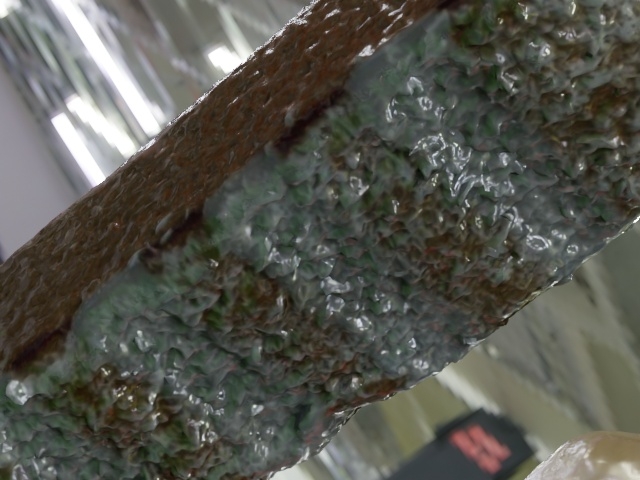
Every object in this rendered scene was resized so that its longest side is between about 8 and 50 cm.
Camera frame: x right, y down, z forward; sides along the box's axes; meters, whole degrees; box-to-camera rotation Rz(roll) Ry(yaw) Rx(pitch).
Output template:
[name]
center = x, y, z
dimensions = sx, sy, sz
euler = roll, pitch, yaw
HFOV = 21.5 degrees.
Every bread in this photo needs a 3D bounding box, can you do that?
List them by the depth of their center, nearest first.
[bread]
center = 0.000, 0.000, 0.758
dimensions = 0.165, 0.416, 0.113
euler = 37, 23, -36

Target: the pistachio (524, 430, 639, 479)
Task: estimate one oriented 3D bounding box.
[pistachio]
center = 0.200, 0.251, 1.229
dimensions = 0.163, 0.260, 0.213
euler = 43, -41, -7
